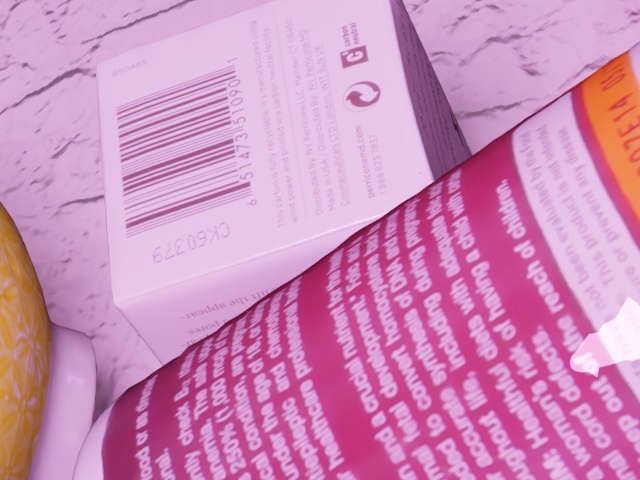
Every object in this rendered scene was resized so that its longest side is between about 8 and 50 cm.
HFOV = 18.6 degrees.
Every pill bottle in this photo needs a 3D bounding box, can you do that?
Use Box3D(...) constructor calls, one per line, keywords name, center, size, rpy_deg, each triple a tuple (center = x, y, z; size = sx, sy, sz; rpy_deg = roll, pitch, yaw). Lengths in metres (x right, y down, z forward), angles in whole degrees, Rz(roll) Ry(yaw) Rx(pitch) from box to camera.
Box3D(name="pill bottle", center=(0.045, 0.109, 0.772), size=(0.392, 0.224, 0.224), rpy_deg=(-34, 49, 17))

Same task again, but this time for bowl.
Box3D(name="bowl", center=(-0.201, 0.084, 0.953), size=(0.156, 0.289, 0.289), rpy_deg=(15, 52, -19))

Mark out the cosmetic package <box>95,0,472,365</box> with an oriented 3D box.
Box3D(name="cosmetic package", center=(0.000, 0.000, 0.934), size=(0.151, 0.183, 0.151), rpy_deg=(-18, 51, 11))
